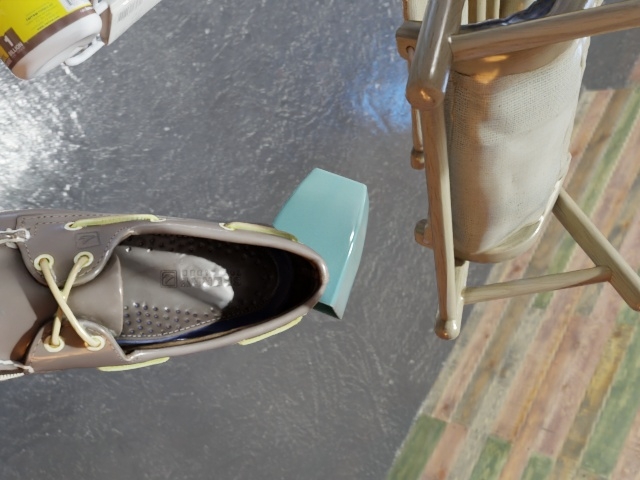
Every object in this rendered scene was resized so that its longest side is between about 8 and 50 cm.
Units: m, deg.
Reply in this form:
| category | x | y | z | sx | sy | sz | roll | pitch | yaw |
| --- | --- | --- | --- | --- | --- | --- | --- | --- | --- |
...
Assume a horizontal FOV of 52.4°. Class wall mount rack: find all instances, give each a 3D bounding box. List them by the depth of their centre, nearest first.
| category | x | y | z | sx | sy | sz | roll | pitch | yaw |
| --- | --- | --- | --- | --- | --- | --- | --- | --- | --- |
| wall mount rack | -0.337 | -0.415 | 1.065 | 0.130 | 0.304 | 0.350 | 42 | 65 | -7 |

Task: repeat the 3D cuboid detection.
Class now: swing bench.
| category | x | y | z | sx | sy | sz | roll | pitch | yaw |
| --- | --- | --- | --- | --- | --- | --- | --- | --- | --- |
| swing bench | 0.133 | -0.108 | 0.446 | 0.253 | 0.165 | 0.255 | 72 | 11 | -53 |

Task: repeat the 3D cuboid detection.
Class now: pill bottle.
| category | x | y | z | sx | sy | sz | roll | pitch | yaw |
| --- | --- | --- | --- | --- | --- | --- | --- | --- | --- |
| pill bottle | -0.347 | -0.292 | 0.699 | 0.117 | 0.117 | 0.215 | -45 | 110 | -28 |

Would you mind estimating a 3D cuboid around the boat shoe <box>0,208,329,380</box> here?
| category | x | y | z | sx | sy | sz | roll | pitch | yaw |
| --- | --- | --- | --- | --- | --- | --- | --- | --- | --- |
| boat shoe | -0.146 | 0.034 | 0.443 | 0.324 | 0.096 | 0.117 | -2 | 89 | -34 |

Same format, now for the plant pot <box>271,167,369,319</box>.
| category | x | y | z | sx | sy | sz | roll | pitch | yaw |
| --- | --- | --- | --- | --- | --- | --- | --- | --- | --- |
| plant pot | 0.000 | 0.000 | 1.209 | 0.165 | 0.165 | 0.234 | 64 | 48 | -73 |
